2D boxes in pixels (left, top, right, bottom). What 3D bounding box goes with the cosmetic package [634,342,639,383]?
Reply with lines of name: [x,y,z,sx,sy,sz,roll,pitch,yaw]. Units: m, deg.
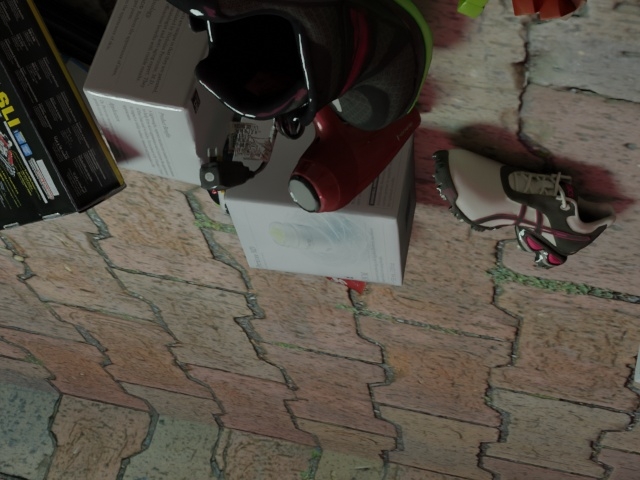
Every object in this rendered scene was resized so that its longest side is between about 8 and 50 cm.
cosmetic package: [0.581,0.154,1.722,0.184,0.151,0.151,23,157,-19]

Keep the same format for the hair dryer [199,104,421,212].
hair dryer: [0.008,-0.141,1.365,0.294,0.223,0.080,6,-167,-43]

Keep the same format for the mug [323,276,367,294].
mug: [-0.002,0.008,1.796,0.169,0.113,0.150,19,156,-1]

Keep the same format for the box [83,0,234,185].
box: [-0.164,-0.186,1.339,0.119,0.182,0.181,13,157,9]

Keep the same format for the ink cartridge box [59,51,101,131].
ink cartridge box: [-0.335,-0.187,1.517,0.092,0.090,0.143,35,177,-39]

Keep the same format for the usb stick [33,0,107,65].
usb stick: [-0.272,-0.238,1.465,0.278,0.045,0.077,26,163,-26]

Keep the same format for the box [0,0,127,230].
box: [-0.379,-0.173,1.382,0.257,0.079,0.322,-10,110,52]

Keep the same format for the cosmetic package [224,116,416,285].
cosmetic package: [0.006,-0.051,1.595,0.225,0.138,0.224,8,157,10]

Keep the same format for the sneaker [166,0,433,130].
sneaker: [-0.031,-0.200,1.123,0.185,0.202,0.483,26,176,23]

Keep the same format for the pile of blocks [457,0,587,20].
pile of blocks: [0.103,-0.279,1.045,0.362,0.112,0.149,30,153,-33]

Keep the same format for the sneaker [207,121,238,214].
sneaker: [-0.146,-0.121,1.653,0.097,0.084,0.234,32,161,18]

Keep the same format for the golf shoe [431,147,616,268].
golf shoe: [0.255,-0.061,1.516,0.273,0.105,0.120,24,141,-36]
